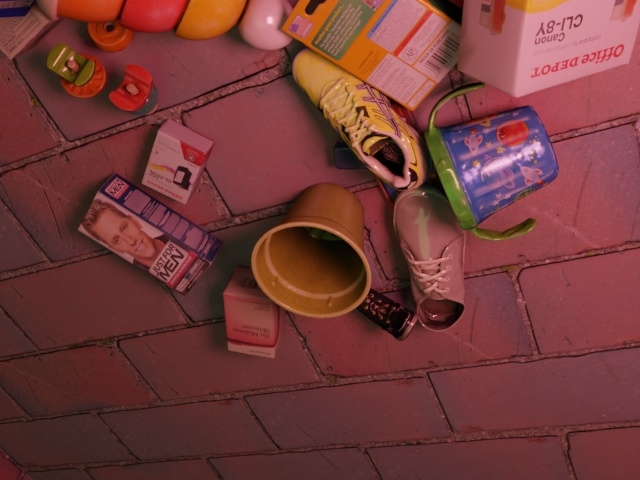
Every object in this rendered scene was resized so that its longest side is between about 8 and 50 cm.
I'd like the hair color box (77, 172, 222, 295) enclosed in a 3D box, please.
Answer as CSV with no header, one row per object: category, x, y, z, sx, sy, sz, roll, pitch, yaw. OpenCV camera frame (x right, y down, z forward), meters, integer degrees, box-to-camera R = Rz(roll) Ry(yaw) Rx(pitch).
hair color box,-0.466,-0.011,1.642,0.347,0.105,0.174,34,126,-11

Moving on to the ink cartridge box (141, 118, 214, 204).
ink cartridge box,-0.359,-0.194,1.496,0.127,0.072,0.175,26,128,-7

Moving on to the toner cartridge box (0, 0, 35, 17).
toner cartridge box,-0.622,-0.615,1.118,0.165,0.075,0.347,10,113,54

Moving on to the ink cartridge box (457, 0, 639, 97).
ink cartridge box,0.396,-0.461,0.970,0.279,0.160,0.384,-19,130,-20

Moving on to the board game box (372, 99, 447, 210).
board game box,0.187,-0.185,1.395,0.145,0.027,0.281,-19,120,25

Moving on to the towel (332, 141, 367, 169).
towel,0.091,-0.195,1.376,0.119,0.029,0.067,1,125,14

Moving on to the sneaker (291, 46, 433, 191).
sneaker,0.091,-0.262,1.250,0.385,0.147,0.145,43,113,-3

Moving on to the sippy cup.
sippy cup,0.364,-0.166,1.255,0.224,0.240,0.305,-21,142,16

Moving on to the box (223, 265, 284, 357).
box,-0.188,0.208,1.723,0.149,0.127,0.232,8,127,8

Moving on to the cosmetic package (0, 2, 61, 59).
cosmetic package,-0.715,-0.569,1.278,0.160,0.113,0.309,-25,116,28

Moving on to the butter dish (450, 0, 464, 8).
butter dish,0.279,-0.512,1.074,0.160,0.118,0.160,7,132,-43

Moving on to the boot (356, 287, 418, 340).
boot,0.150,0.179,1.577,0.179,0.236,0.085,33,85,-6

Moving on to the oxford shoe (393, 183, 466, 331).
oxford shoe,0.281,0.058,1.478,0.169,0.130,0.449,-4,128,17

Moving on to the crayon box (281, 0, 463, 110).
crayon box,0.115,-0.419,1.158,0.323,0.083,0.203,26,135,-19

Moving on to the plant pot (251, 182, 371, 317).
plant pot,0.000,0.000,1.438,0.276,0.254,0.276,6,127,8

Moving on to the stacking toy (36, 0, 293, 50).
stacking toy,-0.260,-0.510,1.145,0.480,0.350,0.350,18,131,-24

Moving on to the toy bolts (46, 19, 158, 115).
toy bolts,-0.459,-0.388,1.370,0.228,0.158,0.218,35,87,-1
